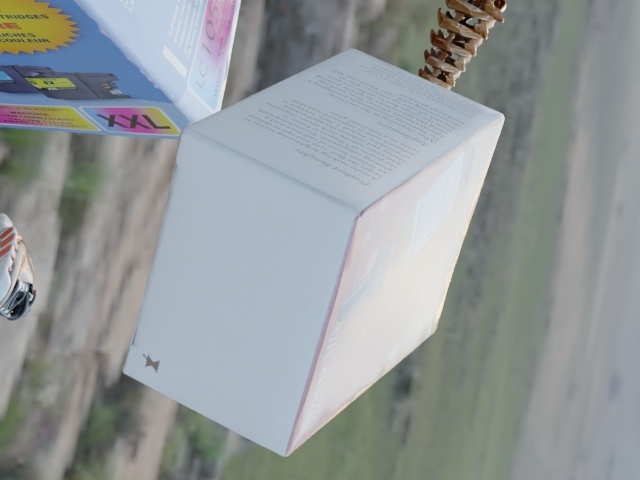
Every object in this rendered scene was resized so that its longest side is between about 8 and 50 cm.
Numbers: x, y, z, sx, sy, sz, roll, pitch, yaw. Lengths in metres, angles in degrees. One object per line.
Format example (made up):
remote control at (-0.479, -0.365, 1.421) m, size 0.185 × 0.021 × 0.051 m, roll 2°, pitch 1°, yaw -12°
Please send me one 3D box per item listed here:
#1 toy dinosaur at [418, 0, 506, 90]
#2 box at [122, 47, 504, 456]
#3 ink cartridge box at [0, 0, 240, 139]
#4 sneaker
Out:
toy dinosaur at (0.086, -0.257, 1.387) m, size 0.322 × 0.218 × 0.164 m, roll -82°, pitch 172°, yaw -46°
box at (0.000, 0.000, 0.865) m, size 0.170 × 0.091 × 0.130 m, roll -35°, pitch 146°, yaw -57°
ink cartridge box at (-0.223, -0.185, 0.990) m, size 0.395 × 0.270 × 0.151 m, roll 51°, pitch 45°, yaw -70°
sneaker at (-0.223, 0.028, 1.313) m, size 0.065 × 0.061 × 0.158 m, roll 54°, pitch 4°, yaw -17°
